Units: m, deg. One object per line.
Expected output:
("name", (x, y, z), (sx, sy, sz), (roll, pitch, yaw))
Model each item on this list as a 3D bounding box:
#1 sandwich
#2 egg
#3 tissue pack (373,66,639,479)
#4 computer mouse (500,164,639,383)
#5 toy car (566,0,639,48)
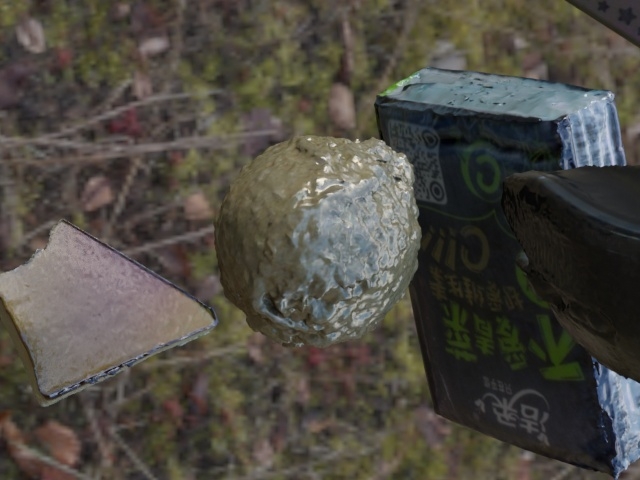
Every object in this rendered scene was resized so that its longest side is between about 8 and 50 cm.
("sandwich", (-0.219, 0.054, 1.483), (0.193, 0.058, 0.162), (-23, 83, -24))
("egg", (0.000, 0.000, 0.817), (0.116, 0.118, 0.140), (64, 17, -2))
("tissue pack", (0.124, 0.016, 0.937), (0.073, 0.173, 0.235), (-26, 112, -31))
("computer mouse", (0.104, 0.014, 0.497), (0.047, 0.135, 0.079), (-35, 120, -27))
("toy car", (0.341, -0.369, 1.364), (0.226, 0.242, 0.336), (-47, 167, -32))
